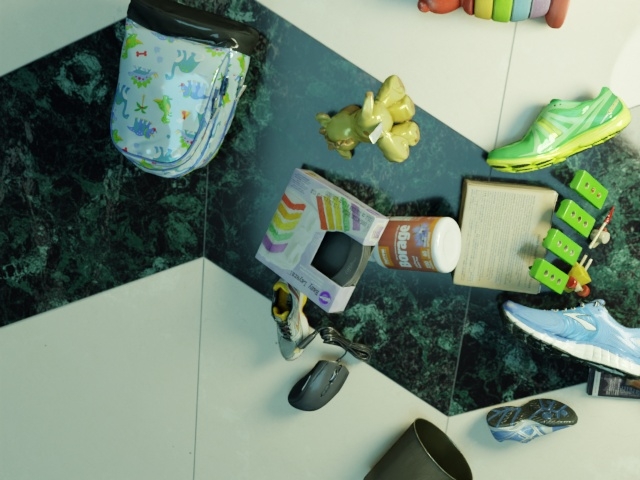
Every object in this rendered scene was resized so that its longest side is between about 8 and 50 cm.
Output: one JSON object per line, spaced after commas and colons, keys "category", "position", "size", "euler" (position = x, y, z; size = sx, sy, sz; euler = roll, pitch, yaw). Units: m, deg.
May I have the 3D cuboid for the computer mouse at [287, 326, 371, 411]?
{"category": "computer mouse", "position": [-0.010, 0.332, 1.463], "size": [0.184, 0.060, 0.262], "euler": [37, 108, -27]}

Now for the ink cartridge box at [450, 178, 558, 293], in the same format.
{"category": "ink cartridge box", "position": [0.405, -0.011, 1.326], "size": [0.193, 0.088, 0.235], "euler": [7, 104, 6]}

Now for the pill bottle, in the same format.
{"category": "pill bottle", "position": [0.192, 0.007, 1.316], "size": [0.216, 0.121, 0.121], "euler": [2, 106, 39]}

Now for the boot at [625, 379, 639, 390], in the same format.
{"category": "boot", "position": [0.777, 0.316, 1.359], "size": [0.114, 0.037, 0.106], "euler": [30, 105, 5]}

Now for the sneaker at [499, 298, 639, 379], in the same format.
{"category": "sneaker", "position": [0.577, 0.197, 1.346], "size": [0.330, 0.130, 0.147], "euler": [18, 75, 16]}

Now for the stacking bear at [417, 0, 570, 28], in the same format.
{"category": "stacking bear", "position": [0.341, -0.515, 1.180], "size": [0.289, 0.164, 0.175], "euler": [2, 104, 13]}

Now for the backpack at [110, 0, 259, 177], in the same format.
{"category": "backpack", "position": [-0.321, -0.319, 1.304], "size": [0.290, 0.273, 0.355], "euler": [18, 119, -3]}

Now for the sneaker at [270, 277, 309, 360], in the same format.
{"category": "sneaker", "position": [-0.087, 0.191, 1.448], "size": [0.088, 0.093, 0.225], "euler": [5, 105, 29]}

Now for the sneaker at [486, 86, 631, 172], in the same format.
{"category": "sneaker", "position": [0.495, -0.231, 1.262], "size": [0.295, 0.109, 0.123], "euler": [-22, 78, 15]}

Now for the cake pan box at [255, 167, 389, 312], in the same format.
{"category": "cake pan box", "position": [0.000, 0.000, 1.343], "size": [0.267, 0.070, 0.246], "euler": [36, 109, 31]}

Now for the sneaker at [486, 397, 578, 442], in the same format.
{"category": "sneaker", "position": [0.515, 0.444, 1.439], "size": [0.211, 0.080, 0.081], "euler": [-9, 120, 14]}

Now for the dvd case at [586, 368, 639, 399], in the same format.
{"category": "dvd case", "position": [0.750, 0.296, 1.384], "size": [0.221, 0.018, 0.164], "euler": [2, 106, 8]}

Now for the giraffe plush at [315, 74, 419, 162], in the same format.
{"category": "giraffe plush", "position": [0.092, -0.247, 1.292], "size": [0.170, 0.210, 0.181], "euler": [-4, 109, 40]}

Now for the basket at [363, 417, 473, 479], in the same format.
{"category": "basket", "position": [0.229, 0.589, 1.480], "size": [0.204, 0.154, 0.227], "euler": [42, 110, -5]}

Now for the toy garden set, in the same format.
{"category": "toy garden set", "position": [0.551, -0.002, 1.283], "size": [0.204, 0.049, 0.244], "euler": [26, 89, -35]}
